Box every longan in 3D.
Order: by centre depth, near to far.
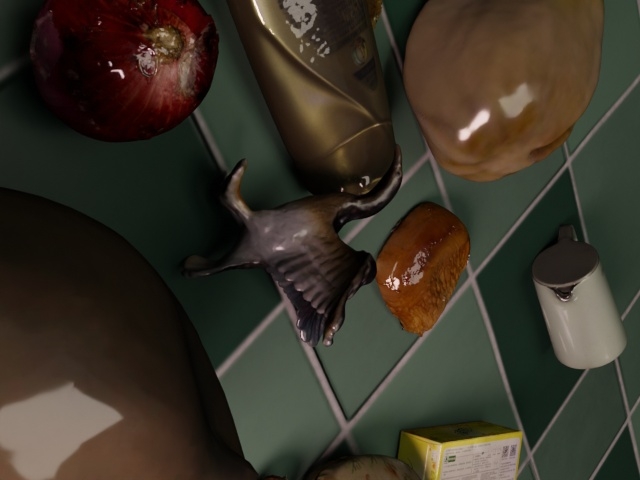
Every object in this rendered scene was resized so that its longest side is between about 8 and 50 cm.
[{"bbox_3d":[-0.185,0.111,0.529,0.288,0.288,0.350,-59,142,-20],"label":"longan"}]

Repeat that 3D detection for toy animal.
[{"bbox_3d":[-0.011,-0.012,0.766,0.160,0.272,0.197,26,88,-10],"label":"toy animal"}]

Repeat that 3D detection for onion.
[{"bbox_3d":[-0.135,-0.132,0.637,0.131,0.131,0.131,-12,107,-45],"label":"onion"}]

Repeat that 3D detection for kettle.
[{"bbox_3d":[0.344,0.075,1.204,0.127,0.098,0.148,-42,123,-26],"label":"kettle"}]

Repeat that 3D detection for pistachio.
[{"bbox_3d":[0.187,-0.184,0.947,0.288,0.197,0.166,-63,179,-32],"label":"pistachio"}]

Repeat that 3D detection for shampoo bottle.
[{"bbox_3d":[-0.015,-0.194,0.772,0.125,0.084,0.350,-41,126,-32],"label":"shampoo bottle"}]

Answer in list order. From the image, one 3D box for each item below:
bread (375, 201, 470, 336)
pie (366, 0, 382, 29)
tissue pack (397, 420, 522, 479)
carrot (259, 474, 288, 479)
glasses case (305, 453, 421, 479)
[{"bbox_3d":[0.119,0.030,0.994,0.129,0.044,0.126,-55,134,-28],"label":"bread"},{"bbox_3d":[0.028,-0.227,0.857,0.084,0.020,0.085,-13,107,-45],"label":"pie"},{"bbox_3d":[0.162,0.270,1.077,0.176,0.062,0.095,6,92,-46],"label":"tissue pack"},{"bbox_3d":[-0.091,0.324,0.829,0.059,0.059,0.248,47,68,-41],"label":"carrot"},{"bbox_3d":[0.059,0.424,0.881,0.156,0.098,0.426,9,68,-37],"label":"glasses case"}]
